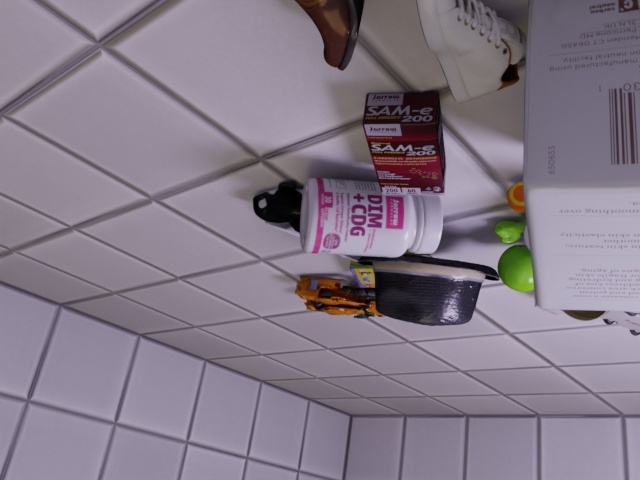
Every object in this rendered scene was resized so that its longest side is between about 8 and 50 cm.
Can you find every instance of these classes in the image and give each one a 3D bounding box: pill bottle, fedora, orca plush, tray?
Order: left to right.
[{"bbox_3d":[-0.024,-0.051,1.459,0.287,0.102,0.151,9,155,1],"label":"orca plush"},{"bbox_3d":[0.000,0.000,1.602,0.270,0.030,0.145,24,177,-28],"label":"tray"},{"bbox_3d":[0.105,-0.046,1.341,0.282,0.161,0.160,3,156,-9],"label":"pill bottle"},{"bbox_3d":[0.247,0.122,1.485,0.333,0.153,0.334,6,175,1],"label":"fedora"}]

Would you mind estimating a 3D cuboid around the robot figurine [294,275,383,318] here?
[{"bbox_3d":[0.079,0.172,1.920,0.290,0.085,0.211,2,154,17],"label":"robot figurine"}]

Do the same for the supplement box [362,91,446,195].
[{"bbox_3d":[0.163,-0.173,1.173,0.130,0.073,0.239,2,153,17],"label":"supplement box"}]

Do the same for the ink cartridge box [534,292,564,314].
[{"bbox_3d":[0.665,0.161,1.733,0.088,0.052,0.122,21,154,-24],"label":"ink cartridge box"}]

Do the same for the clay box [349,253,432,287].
[{"bbox_3d":[0.203,0.085,1.728,0.221,0.053,0.127,0,152,20],"label":"clay box"}]

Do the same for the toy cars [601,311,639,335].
[{"bbox_3d":[0.951,0.195,1.677,0.393,0.087,0.176,1,149,24],"label":"toy cars"}]

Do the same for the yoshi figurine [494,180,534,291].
[{"bbox_3d":[0.465,0.022,1.369,0.202,0.204,0.362,15,162,25],"label":"yoshi figurine"}]

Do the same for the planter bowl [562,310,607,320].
[{"bbox_3d":[0.660,0.107,1.524,0.109,0.162,0.162,-6,167,-36],"label":"planter bowl"}]

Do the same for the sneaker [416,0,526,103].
[{"bbox_3d":[0.212,-0.299,0.869,0.123,0.106,0.290,-9,160,24],"label":"sneaker"}]

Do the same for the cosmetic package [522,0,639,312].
[{"bbox_3d":[0.468,-0.114,0.892,0.329,0.328,0.394,-1,153,21],"label":"cosmetic package"}]

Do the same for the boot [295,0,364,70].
[{"bbox_3d":[-0.081,-0.351,0.852,0.280,0.096,0.264,7,155,6],"label":"boot"}]
